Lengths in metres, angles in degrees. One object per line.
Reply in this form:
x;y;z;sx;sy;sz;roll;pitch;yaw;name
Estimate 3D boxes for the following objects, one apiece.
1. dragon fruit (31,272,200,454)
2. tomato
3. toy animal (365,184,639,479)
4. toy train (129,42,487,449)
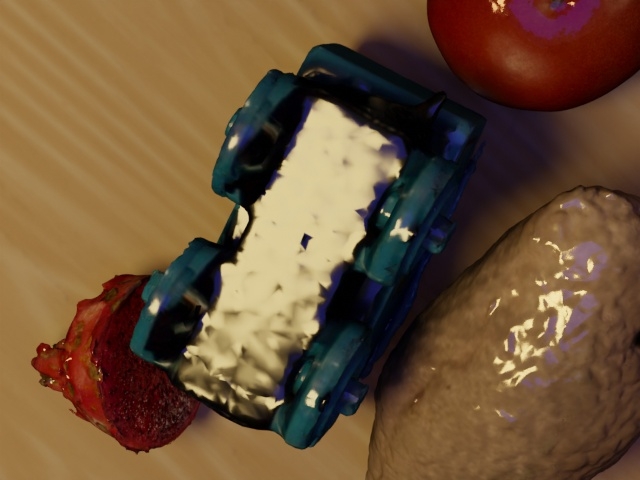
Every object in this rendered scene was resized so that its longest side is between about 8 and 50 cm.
-0.173;0.094;1.463;0.111;0.153;0.153;6;105;33;dragon fruit
0.180;-0.193;1.376;0.195;0.136;0.195;0;103;0;tomato
0.173;0.108;1.402;0.227;0.188;0.358;9;136;-44;toy animal
0.000;0.000;1.352;0.188;0.265;0.300;28;102;8;toy train
